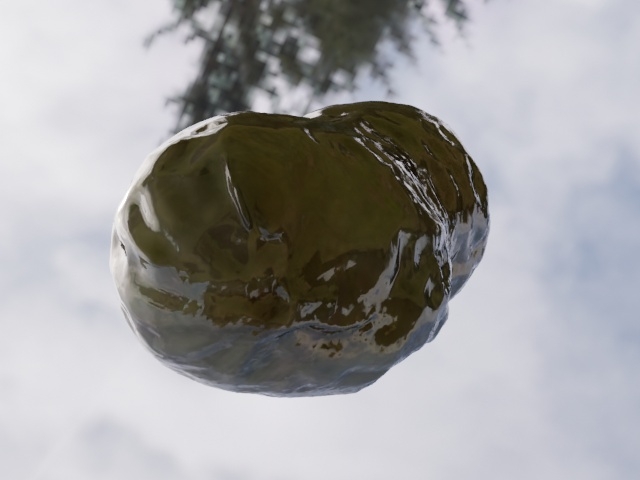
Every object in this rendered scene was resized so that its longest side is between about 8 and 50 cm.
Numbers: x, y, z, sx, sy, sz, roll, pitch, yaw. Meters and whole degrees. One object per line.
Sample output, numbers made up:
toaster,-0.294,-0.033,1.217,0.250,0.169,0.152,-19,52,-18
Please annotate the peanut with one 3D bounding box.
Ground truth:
peanut,0.000,0.000,0.631,0.099,0.099,0.214,34,-165,8
